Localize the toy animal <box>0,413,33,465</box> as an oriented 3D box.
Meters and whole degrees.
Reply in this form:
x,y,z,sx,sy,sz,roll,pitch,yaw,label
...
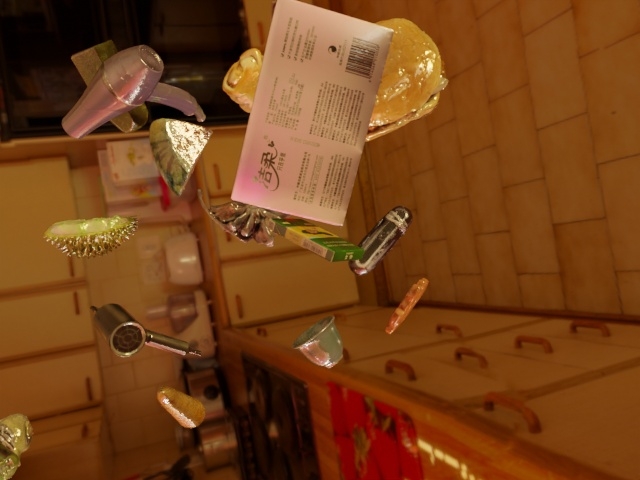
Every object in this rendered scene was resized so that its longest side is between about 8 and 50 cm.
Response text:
x,y,z,sx,sy,sz,roll,pitch,yaw,label
-0.742,0.479,1.306,0.137,0.098,0.098,-110,22,-49,toy animal

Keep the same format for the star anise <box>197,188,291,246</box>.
x,y,z,sx,sy,sz,roll,pitch,yaw,label
-0.259,-0.086,2.013,0.359,0.316,0.139,54,137,39,star anise

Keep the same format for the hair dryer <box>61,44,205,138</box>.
x,y,z,sx,sy,sz,roll,pitch,yaw,label
-0.426,-0.335,1.382,0.301,0.361,0.121,-28,75,28,hair dryer

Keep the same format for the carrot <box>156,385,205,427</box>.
x,y,z,sx,sy,sz,roll,pitch,yaw,label
-0.353,0.399,1.355,0.298,0.078,0.078,81,170,-60,carrot

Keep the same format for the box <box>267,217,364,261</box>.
x,y,z,sx,sy,sz,roll,pitch,yaw,label
-0.014,-0.004,1.434,0.235,0.132,0.034,27,108,35,box

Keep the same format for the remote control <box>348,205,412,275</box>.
x,y,z,sx,sy,sz,roll,pitch,yaw,label
0.188,-0.003,1.694,0.090,0.266,0.066,40,174,3,remote control

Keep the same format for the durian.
x,y,z,sx,sy,sz,roll,pitch,yaw,label
-0.866,-0.030,2.071,0.158,0.352,0.169,98,162,-62,durian

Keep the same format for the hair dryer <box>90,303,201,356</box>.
x,y,z,sx,sy,sz,roll,pitch,yaw,label
-0.386,0.218,1.247,0.196,0.248,0.078,18,80,54,hair dryer

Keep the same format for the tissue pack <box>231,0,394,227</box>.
x,y,z,sx,sy,sz,roll,pitch,yaw,label
-0.017,-0.155,0.690,0.092,0.149,0.246,-138,63,-80,tissue pack

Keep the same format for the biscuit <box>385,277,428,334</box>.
x,y,z,sx,sy,sz,roll,pitch,yaw,label
0.376,0.251,2.270,0.043,0.306,0.284,35,130,16,biscuit

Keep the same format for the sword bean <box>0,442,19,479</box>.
x,y,z,sx,sy,sz,roll,pitch,yaw,label
-0.480,0.259,0.714,0.269,0.043,0.038,6,71,29,sword bean

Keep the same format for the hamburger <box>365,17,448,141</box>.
x,y,z,sx,sy,sz,roll,pitch,yaw,label
0.138,-0.374,1.262,0.259,0.283,0.144,56,172,27,hamburger

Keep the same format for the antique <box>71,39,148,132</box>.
x,y,z,sx,sy,sz,roll,pitch,yaw,label
-0.526,-0.383,1.398,0.081,0.080,0.221,-62,-43,-53,antique

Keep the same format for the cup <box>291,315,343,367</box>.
x,y,z,sx,sy,sz,roll,pitch,yaw,label
0.013,0.402,2.086,0.150,0.199,0.199,54,158,-3,cup

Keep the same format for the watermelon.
x,y,z,sx,sy,sz,roll,pitch,yaw,label
-0.472,-0.300,1.908,0.213,0.201,0.261,-21,87,67,watermelon

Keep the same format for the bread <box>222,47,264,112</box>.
x,y,z,sx,sy,sz,roll,pitch,yaw,label
-0.165,-0.463,1.777,0.173,0.311,0.121,-44,37,10,bread
